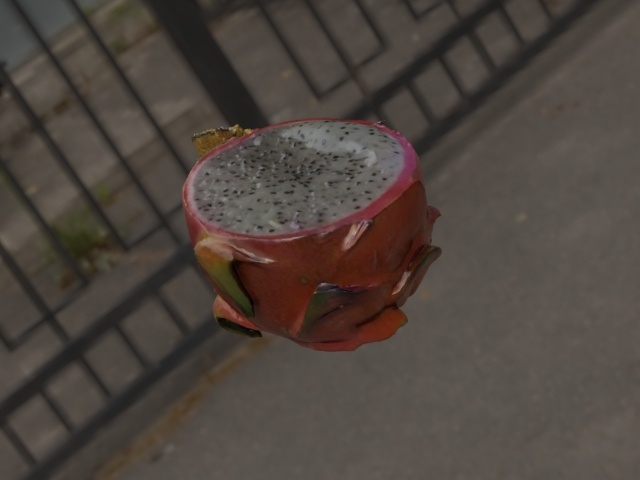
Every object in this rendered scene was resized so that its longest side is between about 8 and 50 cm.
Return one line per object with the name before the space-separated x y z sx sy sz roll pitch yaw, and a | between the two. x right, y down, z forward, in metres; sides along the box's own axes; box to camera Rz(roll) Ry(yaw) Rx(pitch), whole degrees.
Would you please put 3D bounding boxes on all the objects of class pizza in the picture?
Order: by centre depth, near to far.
pizza | -0.104 -0.095 2.126 0.041 0.131 0.178 -20 45 -26

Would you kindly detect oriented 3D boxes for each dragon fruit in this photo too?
dragon fruit | 0.000 0.000 1.892 0.290 0.189 0.290 -10 34 7
